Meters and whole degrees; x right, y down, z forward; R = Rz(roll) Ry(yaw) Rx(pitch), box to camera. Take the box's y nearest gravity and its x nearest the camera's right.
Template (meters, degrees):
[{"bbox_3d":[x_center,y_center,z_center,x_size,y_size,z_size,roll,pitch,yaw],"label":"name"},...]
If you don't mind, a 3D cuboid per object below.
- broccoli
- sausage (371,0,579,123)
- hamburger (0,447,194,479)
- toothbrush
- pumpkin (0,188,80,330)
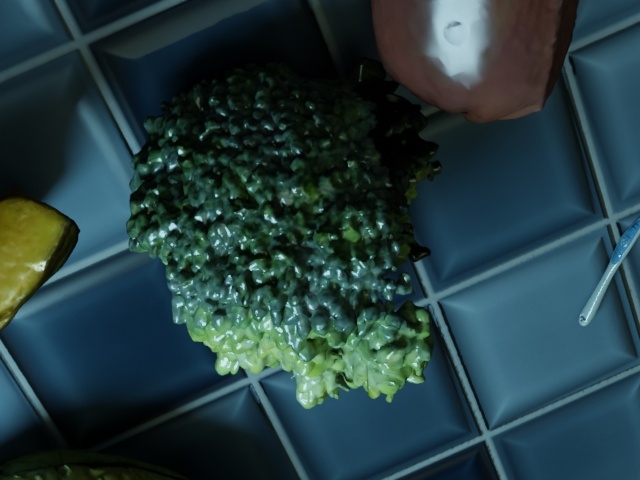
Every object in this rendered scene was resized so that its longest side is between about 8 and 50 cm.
[{"bbox_3d":[0.000,0.000,0.981,0.247,0.263,0.243,-52,155,-18],"label":"broccoli"},{"bbox_3d":[0.111,-0.216,0.897,0.152,0.152,0.280,-3,120,-13],"label":"sausage"},{"bbox_3d":[-0.181,0.266,1.112,0.309,0.132,0.211,17,116,-21],"label":"hamburger"},{"bbox_3d":[0.263,0.006,1.145,0.017,0.014,0.162,7,118,-34],"label":"toothbrush"},{"bbox_3d":[-0.294,0.044,0.903,0.258,0.290,0.095,-33,110,-13],"label":"pumpkin"}]
